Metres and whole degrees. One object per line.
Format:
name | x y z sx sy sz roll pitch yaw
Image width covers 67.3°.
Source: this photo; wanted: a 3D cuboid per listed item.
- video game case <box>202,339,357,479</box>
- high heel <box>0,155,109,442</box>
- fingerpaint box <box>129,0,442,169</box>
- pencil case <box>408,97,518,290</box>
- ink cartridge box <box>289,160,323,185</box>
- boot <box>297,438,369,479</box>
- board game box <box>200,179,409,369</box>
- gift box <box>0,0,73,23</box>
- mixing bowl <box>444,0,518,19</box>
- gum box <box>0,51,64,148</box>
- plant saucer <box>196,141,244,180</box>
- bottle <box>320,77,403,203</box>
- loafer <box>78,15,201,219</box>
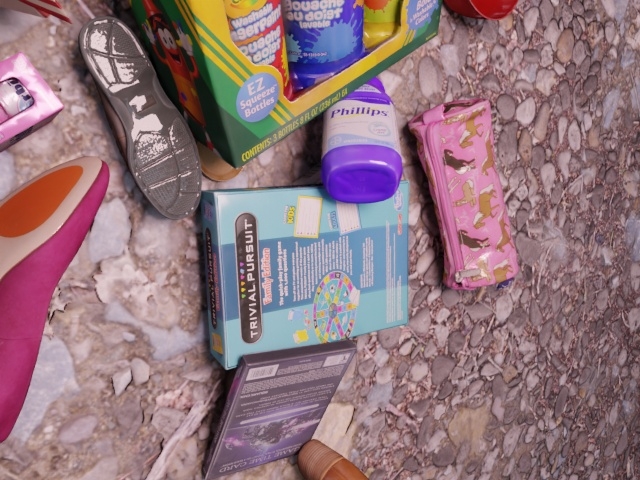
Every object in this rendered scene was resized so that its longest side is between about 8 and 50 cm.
video game case | -0.069 0.277 0.784 0.196 0.026 0.274 0 126 -34
high heel | -0.367 0.074 0.612 0.377 0.127 0.181 -56 150 -19
fingerpaint box | -0.015 -0.367 0.613 0.445 0.163 0.371 -39 149 -24
pencil case | 0.288 -0.089 0.963 0.160 0.167 0.386 -15 108 6
ink cartridge box | 0.000 0.000 0.851 0.223 0.045 0.224 -42 117 -21
boot | 0.082 0.494 0.860 0.109 0.220 0.283 -35 127 -28
board game box | -0.011 0.037 0.772 0.336 0.079 0.254 -7 101 -29
gift box | -0.356 -0.353 0.424 0.255 0.276 0.258 15 85 6
mixing bowl | 0.299 -0.514 0.940 0.181 0.098 0.181 -5 99 -32
gum box | -0.350 -0.133 0.516 0.107 0.188 0.062 -42 117 -22
plant saucer | -0.156 -0.134 0.747 0.083 0.015 0.083 -5 99 -33
bottle | 0.061 -0.185 0.757 0.118 0.283 0.092 0 141 2
loafer | -0.241 -0.158 0.655 0.096 0.084 0.267 -29 115 -26
